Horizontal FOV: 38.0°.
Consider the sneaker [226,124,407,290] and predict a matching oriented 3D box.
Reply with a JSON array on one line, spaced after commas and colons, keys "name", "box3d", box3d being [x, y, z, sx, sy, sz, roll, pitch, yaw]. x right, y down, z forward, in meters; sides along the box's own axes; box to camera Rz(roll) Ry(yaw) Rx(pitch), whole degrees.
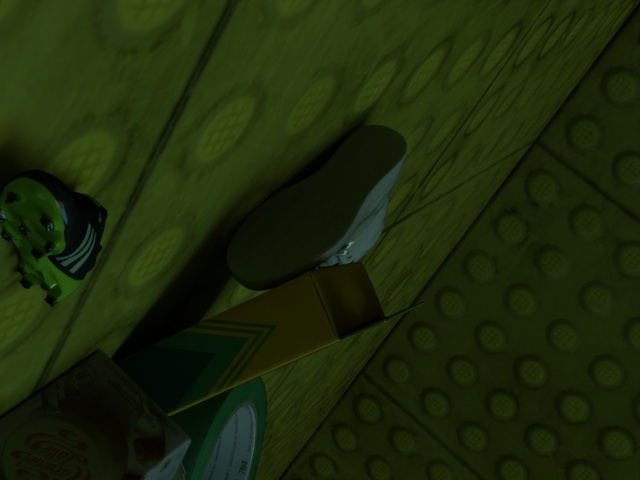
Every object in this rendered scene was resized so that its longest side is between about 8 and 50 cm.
[{"name": "sneaker", "box3d": [0.000, 0.000, 1.145, 0.292, 0.108, 0.169, -41, 155, -32]}]

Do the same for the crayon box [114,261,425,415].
[{"name": "crayon box", "box3d": [-0.058, 0.108, 1.073, 0.322, 0.083, 0.203, -25, 174, 17]}]

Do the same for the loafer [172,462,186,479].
[{"name": "loafer", "box3d": [-0.201, 0.297, 1.109, 0.102, 0.092, 0.269, -27, 113, -39]}]

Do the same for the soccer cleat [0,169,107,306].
[{"name": "soccer cleat", "box3d": [-0.185, -0.013, 0.660, 0.072, 0.060, 0.179, -54, 177, -26]}]

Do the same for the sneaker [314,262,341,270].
[{"name": "sneaker", "box3d": [-0.002, 0.071, 1.515, 0.134, 0.051, 0.070, -54, 165, 4]}]

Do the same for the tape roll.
[{"name": "tape roll", "box3d": [-0.171, 0.341, 1.363, 0.321, 0.077, 0.321, 14, 90, -75]}]

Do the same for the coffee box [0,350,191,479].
[{"name": "coffee box", "box3d": [-0.266, 0.240, 0.907, 0.246, 0.141, 0.098, -37, 163, -44]}]
